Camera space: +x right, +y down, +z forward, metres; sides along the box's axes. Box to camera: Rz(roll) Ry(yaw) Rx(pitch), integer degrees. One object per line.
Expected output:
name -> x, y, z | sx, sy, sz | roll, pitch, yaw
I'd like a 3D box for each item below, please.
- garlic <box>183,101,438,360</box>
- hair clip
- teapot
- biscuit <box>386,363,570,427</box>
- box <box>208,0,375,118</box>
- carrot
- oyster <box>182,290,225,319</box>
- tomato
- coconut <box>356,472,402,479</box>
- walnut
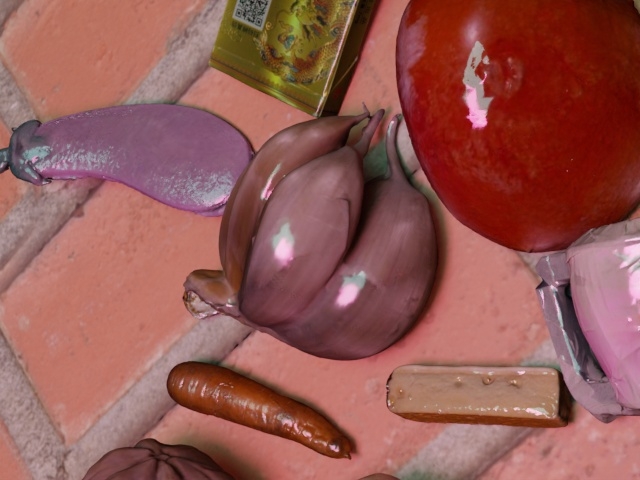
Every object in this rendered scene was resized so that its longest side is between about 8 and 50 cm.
garlic -> 0.000, 0.000, 1.339 | 0.292, 0.210, 0.237 | -50, 28, 20
hair clip -> -0.224, -0.101, 1.511 | 0.358, 0.110, 0.096 | 3, 126, 28
teapot -> 0.282, 0.073, 1.126 | 0.221, 0.163, 0.178 | -12, 84, 31
biscuit -> 0.155, 0.152, 1.260 | 0.188, 0.052, 0.056 | -1, 68, 31
box -> -0.009, -0.308, 1.389 | 0.173, 0.043, 0.311 | 28, 108, 30
carrot -> -0.067, 0.185, 1.392 | 0.247, 0.059, 0.059 | 17, 94, 28
oyster -> -0.126, 0.064, 1.460 | 0.083, 0.019, 0.054 | -8, 82, 29
tomato -> 0.173, -0.140, 1.209 | 0.309, 0.170, 0.309 | -5, 81, 32
coconut -> 0.035, 0.343, 1.221 | 0.236, 0.237, 0.197 | -27, 107, 27
walnut -> -0.172, 0.327, 1.353 | 0.224, 0.224, 0.224 | -4, 83, 31
